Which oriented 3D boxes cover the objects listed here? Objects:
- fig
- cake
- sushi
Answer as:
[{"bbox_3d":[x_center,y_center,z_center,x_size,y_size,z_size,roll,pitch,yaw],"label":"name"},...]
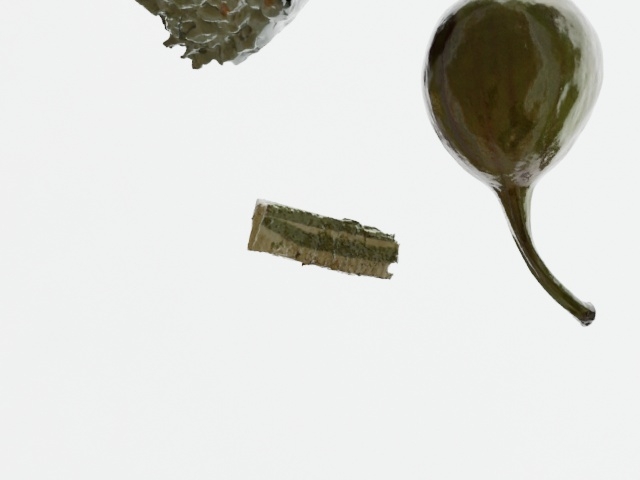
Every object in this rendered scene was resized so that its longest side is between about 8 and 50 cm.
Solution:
[{"bbox_3d":[0.137,-0.053,0.921,0.124,0.124,0.236,-7,-80,27],"label":"fig"},{"bbox_3d":[0.000,0.000,1.228,0.140,0.055,0.051,14,-87,-14],"label":"cake"},{"bbox_3d":[-0.099,-0.238,0.987,0.225,0.126,0.136,46,-41,-11],"label":"sushi"}]
